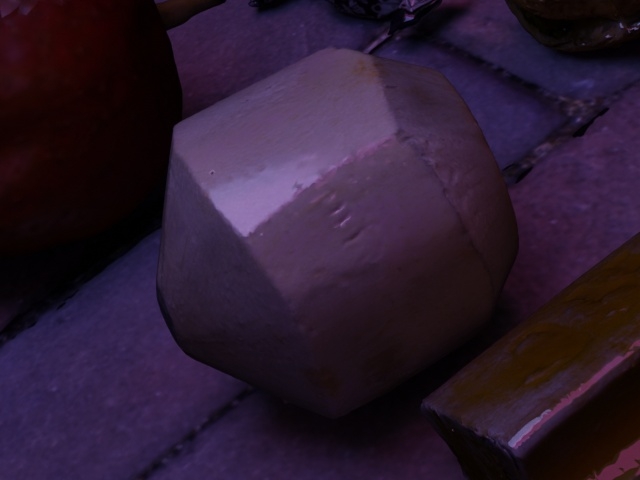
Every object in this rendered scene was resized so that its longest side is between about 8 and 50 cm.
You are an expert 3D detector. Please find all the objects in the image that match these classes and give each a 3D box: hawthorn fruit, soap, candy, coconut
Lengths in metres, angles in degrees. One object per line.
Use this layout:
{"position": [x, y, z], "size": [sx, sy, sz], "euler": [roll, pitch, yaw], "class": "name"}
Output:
{"position": [-0.225, -0.141, 1.054], "size": [0.330, 0.287, 0.287], "euler": [-23, 40, -13], "class": "hawthorn fruit"}
{"position": [0.191, 0.052, 0.738], "size": [0.257, 0.080, 0.160], "euler": [-37, 9, -10], "class": "soap"}
{"position": [0.027, -0.222, 1.172], "size": [0.226, 0.051, 0.094], "euler": [18, 68, 41], "class": "candy"}
{"position": [-0.002, -0.003, 0.843], "size": [0.241, 0.241, 0.241], "euler": [-15, 43, 14], "class": "coconut"}

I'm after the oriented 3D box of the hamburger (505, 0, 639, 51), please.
{"position": [0.260, -0.219, 0.990], "size": [0.262, 0.124, 0.131], "euler": [-26, 56, 18], "class": "hamburger"}
